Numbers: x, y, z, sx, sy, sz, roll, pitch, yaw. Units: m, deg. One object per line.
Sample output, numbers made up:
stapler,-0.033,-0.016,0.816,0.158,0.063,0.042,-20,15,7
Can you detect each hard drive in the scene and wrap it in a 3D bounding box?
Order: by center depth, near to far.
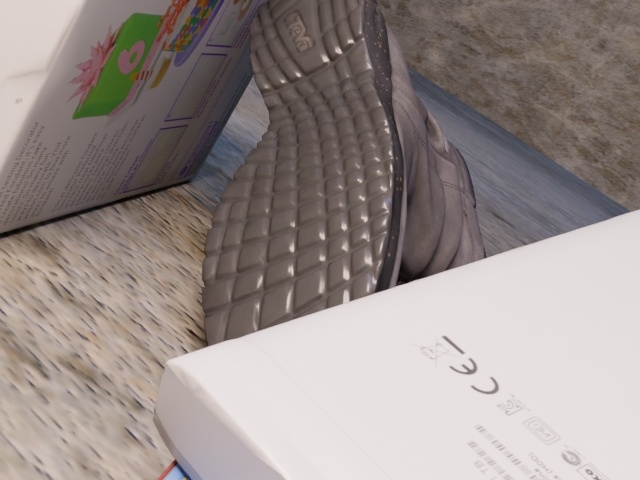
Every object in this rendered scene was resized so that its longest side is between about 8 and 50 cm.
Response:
hard drive,0.140,0.088,0.438,0.353,0.047,0.233,-15,44,-41

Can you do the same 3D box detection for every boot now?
boot,0.045,-0.001,0.650,0.223,0.118,0.338,51,35,-39

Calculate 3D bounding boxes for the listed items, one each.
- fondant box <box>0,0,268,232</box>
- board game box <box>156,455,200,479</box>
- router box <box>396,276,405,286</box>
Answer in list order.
fondant box,-0.115,-0.142,0.635,0.096,0.238,0.330,33,15,6
board game box,0.049,0.174,0.346,0.281,0.027,0.145,32,17,5
router box,0.000,0.000,0.784,0.122,0.038,0.092,39,18,28
